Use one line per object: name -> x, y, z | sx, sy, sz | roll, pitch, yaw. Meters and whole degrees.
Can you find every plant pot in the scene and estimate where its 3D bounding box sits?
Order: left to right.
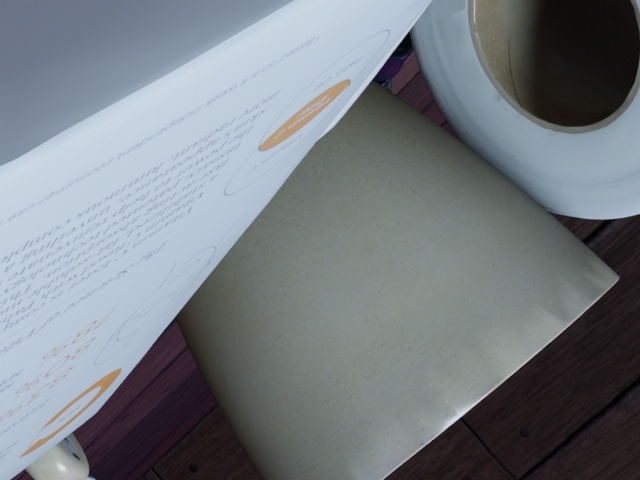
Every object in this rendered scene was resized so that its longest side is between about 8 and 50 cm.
plant pot -> 0.000, 0.000, 1.046 | 0.256, 0.274, 0.256 | -39, 175, -4

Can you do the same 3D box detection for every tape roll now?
tape roll -> 0.196, -0.154, 1.044 | 0.169, 0.246, 0.246 | -27, 166, -39

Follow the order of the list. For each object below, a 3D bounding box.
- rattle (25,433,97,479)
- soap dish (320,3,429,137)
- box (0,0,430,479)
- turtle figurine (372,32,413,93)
rattle -> -0.155, 0.089, 1.068 | 0.143, 0.199, 0.130 | -41, 174, -13
soap dish -> -0.053, -0.100, 0.749 | 0.229, 0.118, 0.291 | -39, 173, -29
box -> -0.134, -0.026, 0.496 | 0.215, 0.168, 0.345 | -36, 172, -40
turtle figurine -> 0.001, -0.092, 1.248 | 0.175, 0.118, 0.234 | -40, 168, -20
